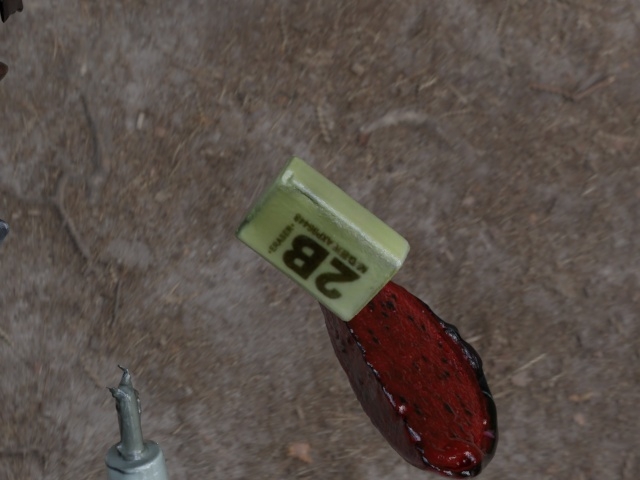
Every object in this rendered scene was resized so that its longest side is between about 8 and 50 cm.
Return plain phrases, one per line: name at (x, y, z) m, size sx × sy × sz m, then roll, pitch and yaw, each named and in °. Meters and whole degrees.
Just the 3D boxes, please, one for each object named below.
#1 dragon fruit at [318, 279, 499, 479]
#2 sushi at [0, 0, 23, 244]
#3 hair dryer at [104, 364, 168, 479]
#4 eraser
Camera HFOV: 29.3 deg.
dragon fruit at (0.119, 0.181, 1.595) m, size 0.282 × 0.100 × 0.343 m, roll 7°, pitch 43°, yaw -47°
sushi at (-0.312, -0.122, 0.637) m, size 0.281 × 0.299 × 0.294 m, roll -11°, pitch 40°, yaw 7°
hair dryer at (-0.129, 0.258, 1.027) m, size 0.173 × 0.107 × 0.357 m, roll -29°, pitch 124°, yaw -41°
eraser at (0.000, 0.000, 1.381) m, size 0.172 × 0.117 × 0.058 m, roll 38°, pitch 35°, yaw -6°
